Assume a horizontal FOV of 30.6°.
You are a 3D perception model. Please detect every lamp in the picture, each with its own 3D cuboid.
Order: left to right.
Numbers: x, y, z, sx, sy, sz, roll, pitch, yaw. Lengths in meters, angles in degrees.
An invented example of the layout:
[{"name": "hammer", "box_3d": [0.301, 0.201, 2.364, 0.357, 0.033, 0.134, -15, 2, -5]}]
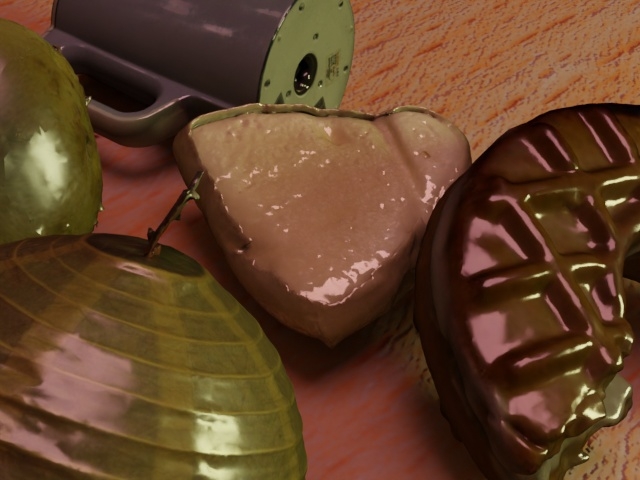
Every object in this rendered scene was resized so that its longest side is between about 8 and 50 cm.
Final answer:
[{"name": "lamp", "box_3d": [-0.119, 0.092, 0.586, 0.250, 0.284, 0.250, 20, 13, -5]}]

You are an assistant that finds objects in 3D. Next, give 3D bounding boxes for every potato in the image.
[{"name": "potato", "box_3d": [-0.292, -0.034, 0.789, 0.307, 0.210, 0.173, -17, 5, -21]}]

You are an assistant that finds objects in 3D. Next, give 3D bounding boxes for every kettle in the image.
[{"name": "kettle", "box_3d": [-0.125, -0.155, 1.018, 0.243, 0.160, 0.210, 19, 56, 23]}]

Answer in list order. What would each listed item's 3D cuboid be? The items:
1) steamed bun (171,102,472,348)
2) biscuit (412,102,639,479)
[{"name": "steamed bun", "box_3d": [0.020, -0.016, 0.890, 0.212, 0.110, 0.231, -17, 51, -19]}, {"name": "biscuit", "box_3d": [0.227, 0.026, 0.816, 0.366, 0.115, 0.268, -8, 65, -28]}]
